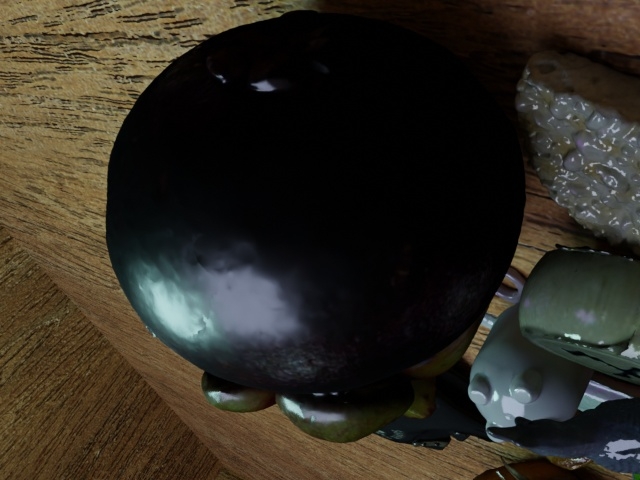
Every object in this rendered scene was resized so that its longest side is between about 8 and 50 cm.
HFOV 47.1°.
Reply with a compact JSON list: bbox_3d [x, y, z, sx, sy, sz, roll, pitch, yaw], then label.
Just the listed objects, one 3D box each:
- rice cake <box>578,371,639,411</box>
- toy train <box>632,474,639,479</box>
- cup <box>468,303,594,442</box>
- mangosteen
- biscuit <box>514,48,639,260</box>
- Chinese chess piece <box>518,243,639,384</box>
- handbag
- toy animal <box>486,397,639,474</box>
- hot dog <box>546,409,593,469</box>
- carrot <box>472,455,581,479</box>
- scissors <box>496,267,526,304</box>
[{"bbox_3d":[0.366,0.193,0.951,0.290,0.051,0.081,16,137,33],"label":"rice cake"},{"bbox_3d":[0.493,0.368,1.080,0.042,0.044,0.209,15,146,40],"label":"toy train"},{"bbox_3d":[0.238,0.152,0.888,0.173,0.142,0.134,52,134,-5],"label":"cup"},{"bbox_3d":[0.000,0.000,0.713,0.382,0.382,0.435,21,140,31],"label":"mangosteen"},{"bbox_3d":[0.283,-0.050,0.622,0.281,0.084,0.179,34,158,11],"label":"biscuit"},{"bbox_3d":[0.305,0.084,0.713,0.238,0.092,0.238,22,174,2],"label":"Chinese chess piece"},{"bbox_3d":[0.150,0.282,1.275,0.288,0.152,0.342,28,156,-8],"label":"handbag"},{"bbox_3d":[0.371,0.206,0.772,0.367,0.081,0.206,0,175,18],"label":"toy animal"},{"bbox_3d":[0.362,0.289,1.096,0.099,0.065,0.147,50,155,-3],"label":"hot dog"},{"bbox_3d":[0.363,0.472,1.250,0.193,0.214,0.331,-2,165,-17],"label":"carrot"},{"bbox_3d":[0.178,0.008,0.916,0.110,0.021,0.212,-5,133,51],"label":"scissors"}]
